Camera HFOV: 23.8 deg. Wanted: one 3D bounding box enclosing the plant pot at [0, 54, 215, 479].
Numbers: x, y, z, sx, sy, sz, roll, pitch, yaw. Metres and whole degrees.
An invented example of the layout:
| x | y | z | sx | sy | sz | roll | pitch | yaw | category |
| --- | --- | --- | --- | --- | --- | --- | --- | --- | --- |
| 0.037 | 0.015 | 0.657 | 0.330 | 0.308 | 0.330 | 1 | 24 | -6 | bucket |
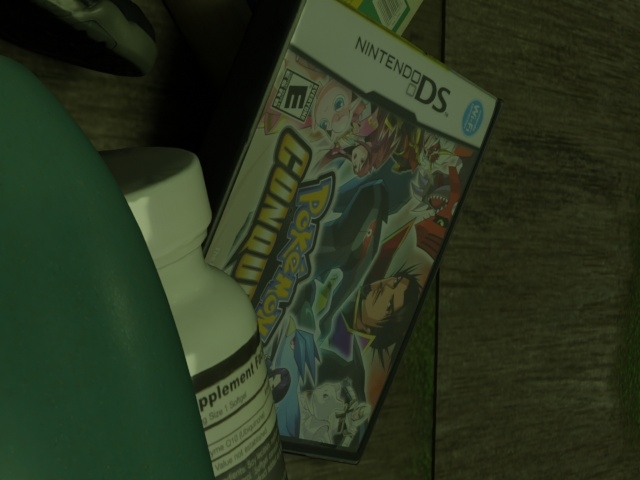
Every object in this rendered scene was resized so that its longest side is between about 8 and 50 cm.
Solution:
| x | y | z | sx | sy | sz | roll | pitch | yaw | category |
| --- | --- | --- | --- | --- | --- | --- | --- | --- | --- |
| -0.181 | 0.060 | 0.549 | 0.293 | 0.293 | 0.235 | 1 | 80 | -56 | plant pot |

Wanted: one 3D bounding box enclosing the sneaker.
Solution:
| x | y | z | sx | sy | sz | roll | pitch | yaw | category |
| --- | --- | --- | --- | --- | --- | --- | --- | --- | --- |
| -0.147 | -0.174 | 0.753 | 0.227 | 0.087 | 0.130 | 36 | 68 | -44 | sneaker |

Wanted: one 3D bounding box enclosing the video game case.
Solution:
| x | y | z | sx | sy | sz | roll | pitch | yaw | category |
| --- | --- | --- | --- | --- | --- | --- | --- | --- | --- |
| 0.000 | 0.000 | 0.955 | 0.248 | 0.035 | 0.275 | 21 | 91 | -55 | video game case |

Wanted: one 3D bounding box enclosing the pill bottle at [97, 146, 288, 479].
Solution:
| x | y | z | sx | sy | sz | roll | pitch | yaw | category |
| --- | --- | --- | --- | --- | --- | --- | --- | --- | --- |
| -0.100 | 0.103 | 0.765 | 0.162 | 0.162 | 0.278 | -31 | 115 | -52 | pill bottle |

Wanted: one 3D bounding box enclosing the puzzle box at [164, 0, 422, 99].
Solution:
| x | y | z | sx | sy | sz | roll | pitch | yaw | category |
| --- | --- | --- | --- | --- | --- | --- | --- | --- | --- |
| 0.009 | -0.279 | 1.013 | 0.409 | 0.052 | 0.272 | -59 | 136 | -37 | puzzle box |
